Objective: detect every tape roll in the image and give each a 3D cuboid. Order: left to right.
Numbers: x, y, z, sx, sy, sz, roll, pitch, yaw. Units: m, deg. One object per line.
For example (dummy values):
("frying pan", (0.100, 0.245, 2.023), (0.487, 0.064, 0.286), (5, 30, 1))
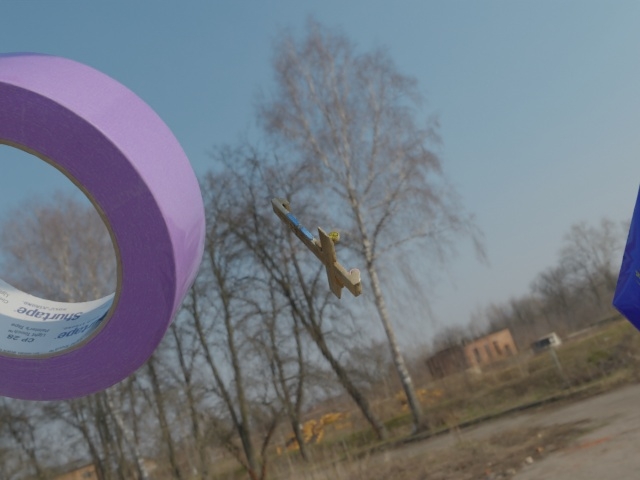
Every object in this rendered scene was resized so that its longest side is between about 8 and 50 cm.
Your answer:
("tape roll", (-0.237, -0.007, 0.607), (0.274, 0.275, 0.090), (-24, 21, 17))

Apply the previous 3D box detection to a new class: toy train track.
("toy train track", (0.000, 0.000, 0.403), (0.014, 0.083, 0.048), (-30, -42, -18))

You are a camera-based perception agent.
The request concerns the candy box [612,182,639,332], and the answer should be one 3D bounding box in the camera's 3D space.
("candy box", (0.445, -0.004, 0.766), (0.122, 0.317, 0.268), (-2, 27, -12))
